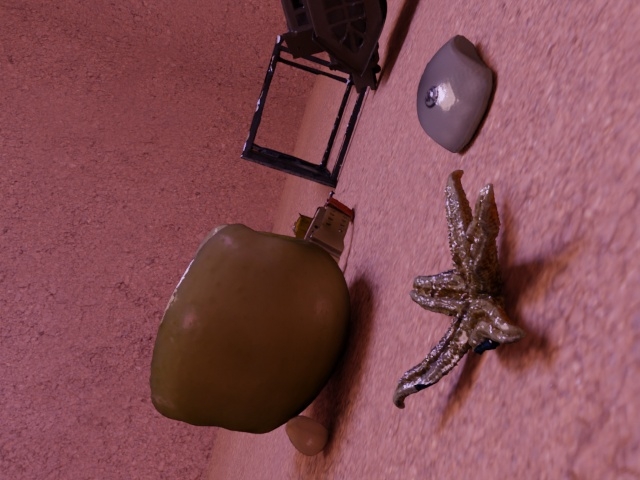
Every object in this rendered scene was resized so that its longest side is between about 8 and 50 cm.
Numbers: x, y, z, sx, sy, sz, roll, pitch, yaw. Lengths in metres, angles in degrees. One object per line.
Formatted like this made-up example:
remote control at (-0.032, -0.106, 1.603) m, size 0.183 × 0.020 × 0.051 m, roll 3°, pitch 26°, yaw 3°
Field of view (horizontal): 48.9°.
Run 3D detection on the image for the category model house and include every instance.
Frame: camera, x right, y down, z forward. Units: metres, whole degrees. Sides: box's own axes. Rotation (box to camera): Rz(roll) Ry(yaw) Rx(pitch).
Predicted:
model house at (0.038, -0.392, 1.333) m, size 0.211 × 0.204 × 0.243 m, roll -86°, pitch -18°, yaw -52°

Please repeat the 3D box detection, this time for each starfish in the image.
starfish at (0.097, 0.021, 0.502) m, size 0.208 × 0.053 × 0.176 m, roll 120°, pitch 156°, yaw -64°

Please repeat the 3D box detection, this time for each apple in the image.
apple at (-0.081, 0.116, 0.922) m, size 0.295 × 0.233 × 0.258 m, roll 178°, pitch 104°, yaw -84°

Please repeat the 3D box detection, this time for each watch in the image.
watch at (0.000, 0.002, 1.207) m, size 0.165 × 0.102 × 0.268 m, roll -53°, pitch 10°, yaw 48°

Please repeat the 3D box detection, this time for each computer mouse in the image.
computer mouse at (0.130, -0.161, 0.723) m, size 0.182 × 0.056 × 0.089 m, roll -83°, pitch 18°, yaw -58°

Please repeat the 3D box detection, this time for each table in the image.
table at (-0.039, -0.299, 1.641) m, size 0.335 × 0.222 × 0.273 m, roll -114°, pitch 41°, yaw -78°

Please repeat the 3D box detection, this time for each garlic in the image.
garlic at (-0.017, 0.234, 0.851) m, size 0.041 × 0.053 × 0.083 m, roll -58°, pitch -7°, yaw -7°

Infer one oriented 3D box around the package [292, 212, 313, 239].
package at (-0.016, -0.018, 1.382) m, size 0.131 × 0.071 × 0.047 m, roll -103°, pitch 35°, yaw -79°
